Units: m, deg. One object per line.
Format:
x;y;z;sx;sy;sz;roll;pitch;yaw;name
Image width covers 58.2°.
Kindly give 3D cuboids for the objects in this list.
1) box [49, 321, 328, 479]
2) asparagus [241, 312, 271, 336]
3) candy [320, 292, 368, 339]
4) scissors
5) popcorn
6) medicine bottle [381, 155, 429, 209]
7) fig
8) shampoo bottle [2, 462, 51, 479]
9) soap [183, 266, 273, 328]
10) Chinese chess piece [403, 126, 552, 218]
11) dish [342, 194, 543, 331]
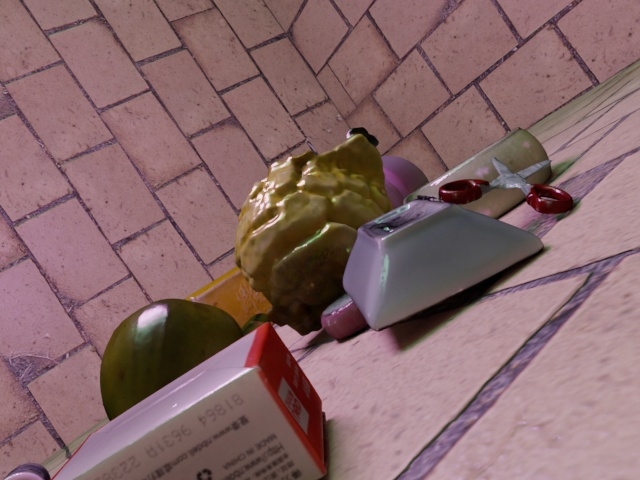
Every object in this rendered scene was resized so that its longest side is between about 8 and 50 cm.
-0.090;0.155;0.411;0.182;0.099;0.133;-33;3;-1;box
-0.166;0.226;1.359;0.067;0.060;0.278;-15;3;8;asparagus
0.049;0.090;0.758;0.103;0.043;0.103;-33;3;2;candy
0.243;-0.078;0.727;0.144;0.017;0.248;8;21;22;scissors
0.001;0.006;0.912;0.293;0.293;0.237;-34;41;9;popcorn
0.108;-0.056;1.202;0.219;0.219;0.388;-34;1;21;medicine bottle
-0.205;0.196;0.801;0.203;0.203;0.225;-34;42;30;fig
-0.560;0.474;1.088;0.092;0.092;0.303;-34;0;-29;shampoo bottle
-0.207;0.171;1.585;0.315;0.199;0.091;-32;5;-42;soap
0.259;-0.088;0.969;0.250;0.101;0.250;-33;0;0;Chinese chess piece
0.105;0.003;0.637;0.182;0.080;0.243;-27;6;-2;dish
